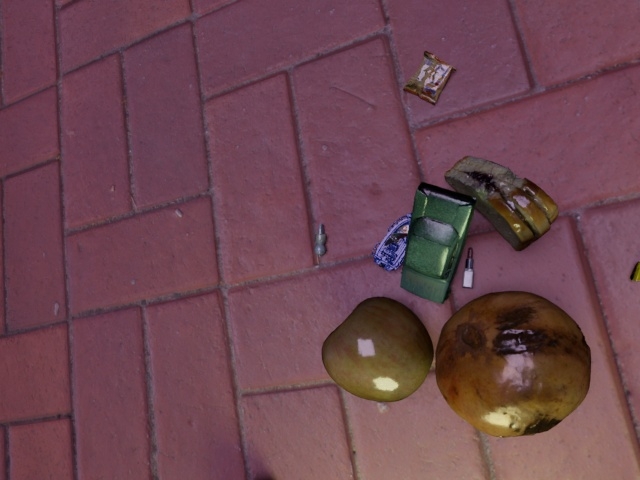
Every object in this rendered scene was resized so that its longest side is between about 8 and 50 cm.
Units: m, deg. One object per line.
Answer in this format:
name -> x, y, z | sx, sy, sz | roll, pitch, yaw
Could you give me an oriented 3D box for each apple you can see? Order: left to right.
apple -> 0.142, 0.271, 1.098 | 0.234, 0.257, 0.257 | 44, 100, 3

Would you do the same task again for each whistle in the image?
whistle -> 0.000, 0.000, 1.305 | 0.035, 0.035, 0.100 | -1, 81, 22

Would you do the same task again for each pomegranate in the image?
pomegranate -> 0.409, 0.262, 0.976 | 0.323, 0.322, 0.321 | -3, 82, 21

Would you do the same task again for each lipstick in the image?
lipstick -> 0.382, 0.069, 1.150 | 0.026, 0.025, 0.107 | 4, 79, 22

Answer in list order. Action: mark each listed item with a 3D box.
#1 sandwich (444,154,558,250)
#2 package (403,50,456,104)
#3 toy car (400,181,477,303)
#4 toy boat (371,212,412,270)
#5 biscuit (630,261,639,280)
sandwich -> 0.409, -0.111, 1.044 | 0.100, 0.254, 0.288 | -42, 68, 9
package -> 0.305, -0.453, 1.250 | 0.108, 0.031, 0.120 | 36, 102, 22
toy car -> 0.268, 0.019, 1.082 | 0.142, 0.097, 0.320 | 21, 132, 22
toy boat -> 0.203, -0.003, 1.185 | 0.091, 0.110, 0.174 | 34, 94, 21
biscuit -> 0.841, 0.101, 0.964 | 0.292, 0.026, 0.048 | 14, 107, 23
